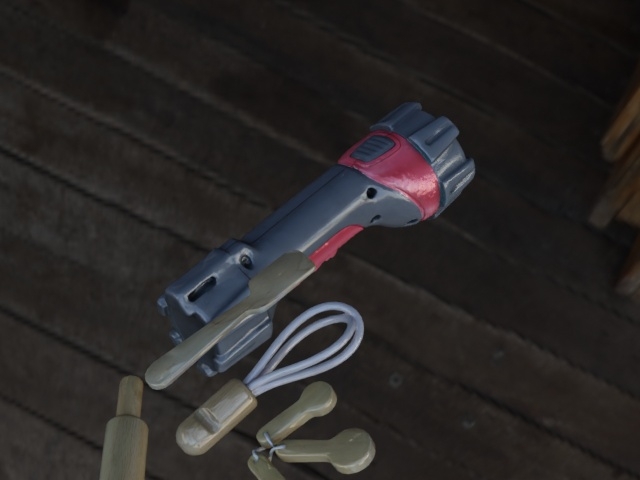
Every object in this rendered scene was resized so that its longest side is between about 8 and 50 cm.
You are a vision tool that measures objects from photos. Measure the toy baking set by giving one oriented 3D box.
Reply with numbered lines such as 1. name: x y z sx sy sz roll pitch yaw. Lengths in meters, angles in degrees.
1. toy baking set: -0.058 0.122 0.954 0.196 0.030 0.256 -19 43 12

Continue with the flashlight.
1. flashlight: 0.000 0.000 1.234 0.304 0.103 0.103 -41 87 -26
